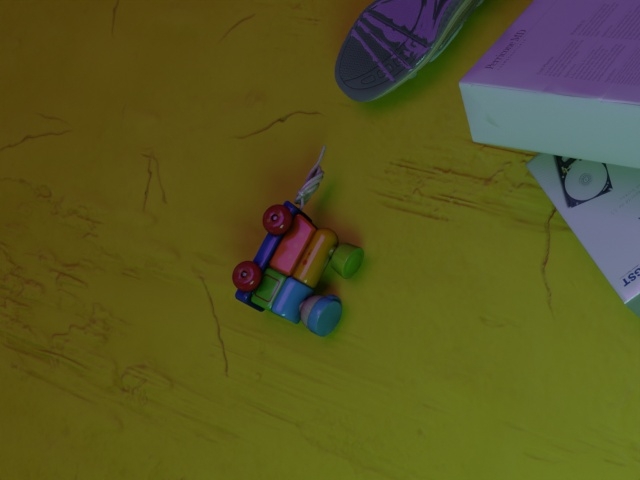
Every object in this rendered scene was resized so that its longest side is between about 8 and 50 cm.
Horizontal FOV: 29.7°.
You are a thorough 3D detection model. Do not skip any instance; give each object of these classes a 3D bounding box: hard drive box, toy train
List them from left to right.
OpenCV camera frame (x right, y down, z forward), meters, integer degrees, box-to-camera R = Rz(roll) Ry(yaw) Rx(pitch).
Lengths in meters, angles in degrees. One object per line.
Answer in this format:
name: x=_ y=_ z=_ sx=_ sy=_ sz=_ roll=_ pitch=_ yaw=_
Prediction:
toy train: x=0.000 y=0.000 z=1.640 sx=0.143 sy=0.105 sz=0.248 roll=26 pitch=85 yaw=28
hard drive box: x=0.380 y=-0.050 z=1.408 sx=0.181 sy=0.089 sz=0.232 roll=-40 pitch=53 yaw=14

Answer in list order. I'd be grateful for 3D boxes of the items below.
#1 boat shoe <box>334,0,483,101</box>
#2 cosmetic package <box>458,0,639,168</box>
boat shoe: x=0.151 y=-0.319 z=1.689 sx=0.118 sy=0.103 sz=0.320 roll=44 pitch=103 yaw=19
cosmetic package: x=0.378 y=-0.234 z=1.383 sx=0.284 sy=0.097 sz=0.377 roll=16 pitch=49 yaw=36
